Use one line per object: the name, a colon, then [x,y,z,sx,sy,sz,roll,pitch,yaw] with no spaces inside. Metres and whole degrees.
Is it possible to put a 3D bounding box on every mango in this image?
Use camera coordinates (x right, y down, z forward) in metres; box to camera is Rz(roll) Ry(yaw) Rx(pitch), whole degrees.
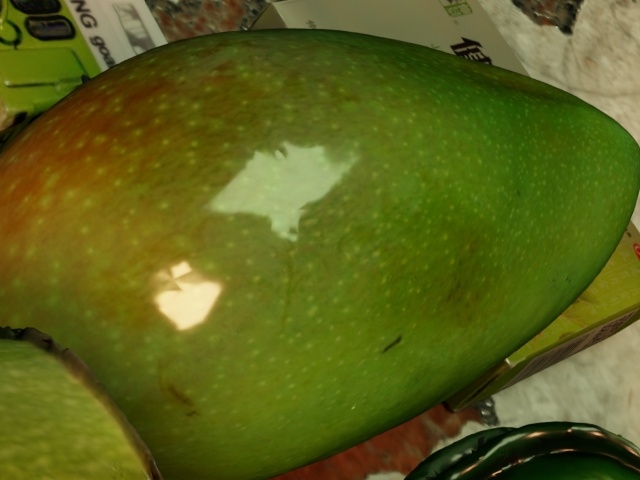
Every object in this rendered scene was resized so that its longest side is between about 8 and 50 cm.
mango: [0.000,0.000,0.856,0.382,0.225,0.201,-13,43,-30]

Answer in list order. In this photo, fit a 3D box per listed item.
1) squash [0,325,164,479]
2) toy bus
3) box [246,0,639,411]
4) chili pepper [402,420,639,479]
squash: [-0.235,0.167,0.542,0.384,0.263,0.263,-8,64,-41]
toy bus: [-0.200,-0.163,0.933,0.139,0.113,0.301,-10,64,-46]
box: [0.081,-0.041,1.084,0.175,0.062,0.260,-20,71,-44]
chili pepper: [0.038,0.240,0.772,0.213,0.167,0.385,35,54,11]
